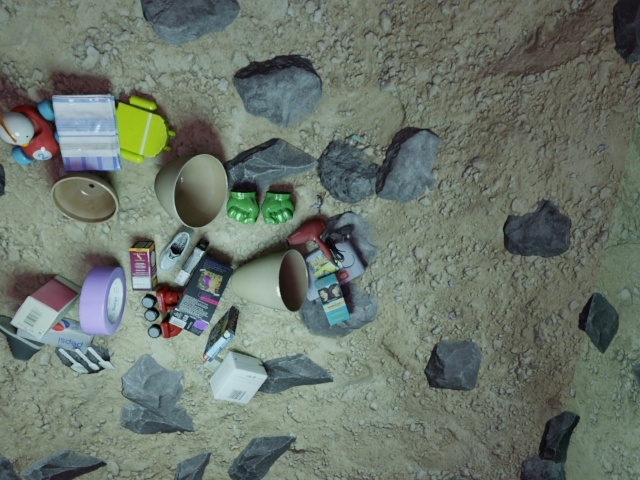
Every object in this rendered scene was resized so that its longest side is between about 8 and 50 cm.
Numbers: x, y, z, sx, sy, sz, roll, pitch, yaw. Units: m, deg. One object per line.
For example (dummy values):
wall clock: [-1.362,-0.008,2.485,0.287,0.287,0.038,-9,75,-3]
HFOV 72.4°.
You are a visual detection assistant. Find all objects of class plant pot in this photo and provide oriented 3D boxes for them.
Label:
plant pot: [-0.903,-0.182,1.699,0.237,0.110,0.237,-5,136,-5]
plant pot: [-0.527,-0.204,1.694,0.191,0.284,0.284,15,108,27]
plant pot: [-0.229,0.171,1.826,0.274,0.256,0.256,-4,110,24]

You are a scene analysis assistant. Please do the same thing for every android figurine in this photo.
android figurine: [-0.704,-0.426,1.693,0.273,0.056,0.248,16,104,-8]

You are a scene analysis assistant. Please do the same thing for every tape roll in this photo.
tape roll: [-0.872,0.240,1.766,0.090,0.275,0.275,5,106,-8]

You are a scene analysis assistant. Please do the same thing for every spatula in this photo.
spatula: [-1.025,0.524,1.907,0.168,0.019,0.242,-2,143,-1]

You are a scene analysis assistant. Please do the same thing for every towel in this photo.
towel: [-0.864,-0.398,1.627,0.209,0.034,0.285,-4,106,-15]

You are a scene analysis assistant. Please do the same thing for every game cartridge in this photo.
game cartridge: [0.030,0.122,1.939,0.294,0.060,0.196,-29,104,4]

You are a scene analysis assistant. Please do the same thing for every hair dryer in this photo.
hair dryer: [0.000,0.000,1.818,0.293,0.223,0.080,6,137,-5]

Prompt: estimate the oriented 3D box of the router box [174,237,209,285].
router box: [-0.535,0.088,1.827,0.046,0.133,0.179,32,102,-13]

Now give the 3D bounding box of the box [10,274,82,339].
box: [-1.100,0.264,1.771,0.127,0.232,0.148,36,100,-14]

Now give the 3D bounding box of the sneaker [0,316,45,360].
sneaker: [-1.322,0.429,1.879,0.118,0.083,0.222,-44,107,9]

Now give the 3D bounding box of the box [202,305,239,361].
box: [-0.424,0.397,1.880,0.044,0.233,0.159,39,99,-15]

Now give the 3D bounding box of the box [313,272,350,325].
box: [0.053,0.264,1.936,0.100,0.060,0.244,-21,128,-2]

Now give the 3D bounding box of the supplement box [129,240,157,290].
supplement box: [-0.739,0.106,1.827,0.081,0.104,0.188,1,107,-6]

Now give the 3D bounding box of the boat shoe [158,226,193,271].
boat shoe: [-0.614,0.044,1.832,0.079,0.081,0.227,32,101,-14]

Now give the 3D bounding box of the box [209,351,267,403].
box: [-0.373,0.625,1.985,0.181,0.119,0.182,27,104,-37]

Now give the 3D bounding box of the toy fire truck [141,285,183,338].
toy fire truck: [-0.610,0.297,1.892,0.246,0.158,0.217,-2,107,6]

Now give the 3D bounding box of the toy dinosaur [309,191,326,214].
toy dinosaur: [-0.001,-0.151,1.859,0.090,0.047,0.082,-23,127,-9]

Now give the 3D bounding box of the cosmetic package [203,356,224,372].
cosmetic package: [-0.480,0.579,2.031,0.115,0.041,0.060,38,100,-15]

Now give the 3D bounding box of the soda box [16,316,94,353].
soda box: [-1.129,0.390,1.881,0.286,0.091,0.098,21,103,-12]

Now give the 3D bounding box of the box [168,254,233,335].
box: [-0.486,0.223,1.784,0.143,0.270,0.165,29,140,-13]

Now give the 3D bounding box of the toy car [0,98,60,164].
toy car: [-1.071,-0.383,1.575,0.219,0.238,0.210,-22,108,2]

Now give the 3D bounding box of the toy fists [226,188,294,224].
toy fists: [-0.248,-0.131,1.810,0.279,0.096,0.142,1,108,-7]
